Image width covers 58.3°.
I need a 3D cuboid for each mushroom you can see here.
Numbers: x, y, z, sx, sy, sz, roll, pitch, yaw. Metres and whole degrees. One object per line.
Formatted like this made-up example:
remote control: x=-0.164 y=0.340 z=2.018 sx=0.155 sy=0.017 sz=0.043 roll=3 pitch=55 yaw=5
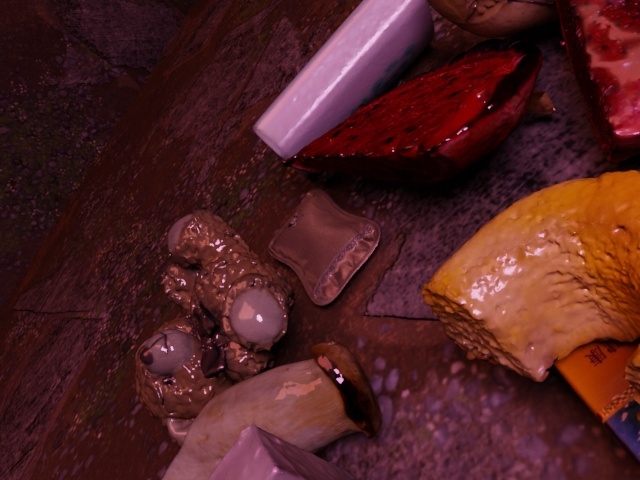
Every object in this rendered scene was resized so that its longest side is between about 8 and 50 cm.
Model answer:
mushroom: x=-0.080 y=0.208 z=0.615 sx=0.333 sy=0.107 sz=0.087 roll=-32 pitch=1 yaw=29

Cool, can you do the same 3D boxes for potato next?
potato: x=0.240 y=-0.284 z=0.689 sx=0.100 sy=0.261 sz=0.120 roll=106 pitch=146 yaw=-59

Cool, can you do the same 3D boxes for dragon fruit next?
dragon fruit: x=0.321 y=-0.191 z=0.504 sx=0.211 sy=0.134 sz=0.262 roll=-14 pitch=63 yaw=29
dragon fruit: x=0.140 y=-0.141 z=0.673 sx=0.282 sy=0.100 sz=0.343 roll=-41 pitch=20 yaw=-16

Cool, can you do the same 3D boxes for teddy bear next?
teddy bear: x=-0.148 y=0.121 z=0.740 sx=0.256 sy=0.156 sz=0.267 roll=-49 pitch=45 yaw=5

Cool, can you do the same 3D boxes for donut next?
donut: x=0.190 y=0.026 z=0.359 sx=0.152 sy=0.101 sz=0.259 roll=-53 pitch=27 yaw=-14

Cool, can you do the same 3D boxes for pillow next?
pillow: x=0.000 y=0.000 z=0.785 sx=0.130 sy=0.033 sz=0.217 roll=-52 pitch=33 yaw=2

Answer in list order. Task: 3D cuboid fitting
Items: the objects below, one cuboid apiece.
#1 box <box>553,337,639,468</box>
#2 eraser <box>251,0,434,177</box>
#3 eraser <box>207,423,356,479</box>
box: x=0.256 y=0.095 z=0.344 sx=0.152 sy=0.070 sz=0.237 roll=-44 pitch=35 yaw=12
eraser: x=0.034 y=-0.232 z=0.850 sx=0.290 sy=0.104 sz=0.189 roll=-47 pitch=-12 yaw=8
eraser: x=-0.103 y=0.333 z=0.487 sx=0.343 sy=0.144 sz=0.078 roll=-54 pitch=31 yaw=-2
